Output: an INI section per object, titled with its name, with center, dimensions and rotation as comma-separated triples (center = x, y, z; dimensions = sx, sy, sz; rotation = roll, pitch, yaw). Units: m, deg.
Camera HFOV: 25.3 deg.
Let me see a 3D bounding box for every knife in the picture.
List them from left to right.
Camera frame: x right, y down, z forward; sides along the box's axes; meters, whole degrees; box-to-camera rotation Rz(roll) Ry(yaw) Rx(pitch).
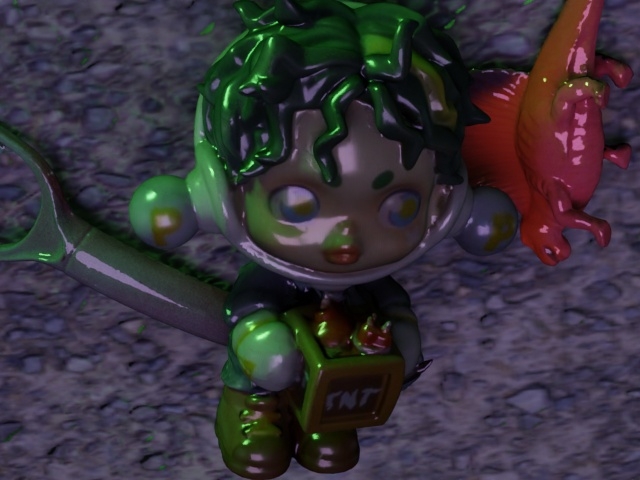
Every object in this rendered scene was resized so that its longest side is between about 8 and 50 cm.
[knife]
center = -0.155, 0.028, 1.097
dimensions = 0.278, 0.053, 0.123
rotation = 29, 124, -12

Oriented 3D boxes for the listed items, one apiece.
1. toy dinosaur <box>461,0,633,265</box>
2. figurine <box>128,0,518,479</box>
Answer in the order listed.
[toy dinosaur]
center = 0.143, -0.107, 1.000
dimensions = 0.138, 0.070, 0.286
rotation = 9, 122, 24
[figurine]
center = -0.003, 0.001, 0.982
dimensions = 0.261, 0.186, 0.382
rotation = -7, 122, -26
